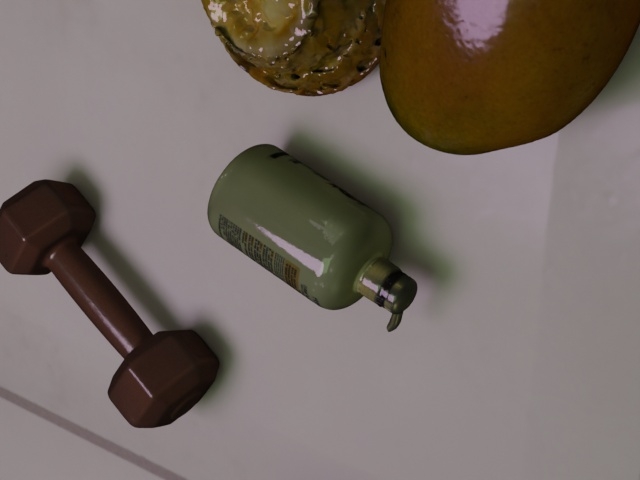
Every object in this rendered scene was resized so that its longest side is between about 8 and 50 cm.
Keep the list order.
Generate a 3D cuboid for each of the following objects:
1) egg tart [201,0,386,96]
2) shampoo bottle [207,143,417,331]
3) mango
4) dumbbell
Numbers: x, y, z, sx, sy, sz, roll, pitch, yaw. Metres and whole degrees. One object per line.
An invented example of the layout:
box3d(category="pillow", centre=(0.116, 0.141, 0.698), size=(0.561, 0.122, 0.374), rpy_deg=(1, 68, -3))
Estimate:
box3d(category="egg tart", centre=(-0.025, -0.184, 0.936), size=(0.191, 0.074, 0.191), rpy_deg=(17, 120, 33))
box3d(category="shampoo bottle", centre=(0.000, 0.000, 0.982), size=(0.162, 0.079, 0.079), rpy_deg=(34, 126, 25))
box3d(category="mango", centre=(0.110, -0.135, 0.811), size=(0.151, 0.120, 0.221), rpy_deg=(39, 135, 26))
box3d(category="dumbbell", centre=(-0.182, 0.052, 1.154), size=(0.082, 0.092, 0.231), rpy_deg=(-45, 75, 13))
